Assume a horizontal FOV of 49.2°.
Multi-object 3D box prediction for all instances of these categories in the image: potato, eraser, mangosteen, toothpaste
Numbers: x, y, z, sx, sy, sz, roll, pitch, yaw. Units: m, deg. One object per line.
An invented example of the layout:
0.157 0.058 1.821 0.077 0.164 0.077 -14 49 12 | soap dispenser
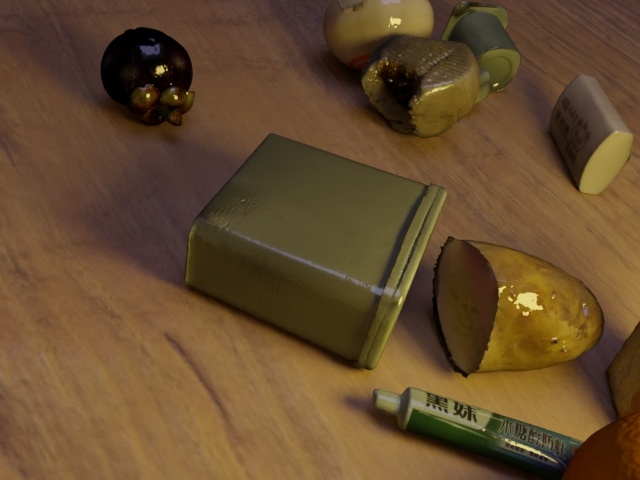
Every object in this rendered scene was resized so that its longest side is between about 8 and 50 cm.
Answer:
0.340 0.112 1.154 0.266 0.229 0.229 2 42 -22 | potato
0.648 -0.261 1.689 0.094 0.174 0.270 11 41 -9 | eraser
-0.346 -0.326 1.447 0.194 0.194 0.230 -22 83 -36 | mangosteen
0.261 0.290 1.025 0.392 0.061 0.099 18 38 -1 | toothpaste

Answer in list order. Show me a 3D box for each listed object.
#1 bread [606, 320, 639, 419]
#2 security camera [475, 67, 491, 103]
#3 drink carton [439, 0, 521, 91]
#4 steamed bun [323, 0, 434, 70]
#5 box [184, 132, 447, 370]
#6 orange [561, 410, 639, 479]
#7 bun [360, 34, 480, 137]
0.590 0.163 1.039 0.165 0.375 0.236 11 37 -3 | bread
0.315 -0.438 1.858 0.157 0.080 0.301 -28 44 -21 | security camera
0.455 -0.531 1.929 0.191 0.185 0.190 1 45 -20 | drink carton
0.151 -0.524 1.785 0.283 0.177 0.283 -7 1 0 | steamed bun
0.000 0.000 1.187 0.343 0.177 0.352 20 41 9 | box
0.445 0.351 0.839 0.312 0.312 0.312 9 41 -8 | orange
0.239 -0.353 1.642 0.281 0.205 0.281 0 48 1 | bun
